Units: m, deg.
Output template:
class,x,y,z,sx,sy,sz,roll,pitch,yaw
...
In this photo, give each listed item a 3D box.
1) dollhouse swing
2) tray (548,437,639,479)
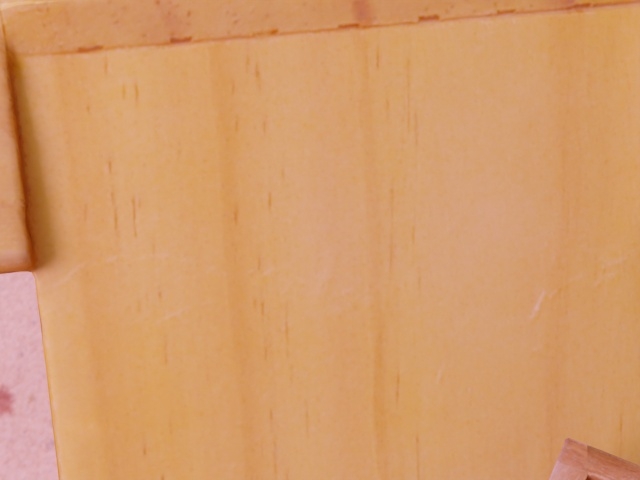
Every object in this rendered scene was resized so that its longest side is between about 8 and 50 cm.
class,x,y,z,sx,sy,sz,roll,pitch,yaw
dollhouse swing,0.000,0.000,0.582,0.347,0.304,0.315,-8,19,-11
tray,0.237,0.240,0.339,0.411,0.076,0.202,21,54,18
